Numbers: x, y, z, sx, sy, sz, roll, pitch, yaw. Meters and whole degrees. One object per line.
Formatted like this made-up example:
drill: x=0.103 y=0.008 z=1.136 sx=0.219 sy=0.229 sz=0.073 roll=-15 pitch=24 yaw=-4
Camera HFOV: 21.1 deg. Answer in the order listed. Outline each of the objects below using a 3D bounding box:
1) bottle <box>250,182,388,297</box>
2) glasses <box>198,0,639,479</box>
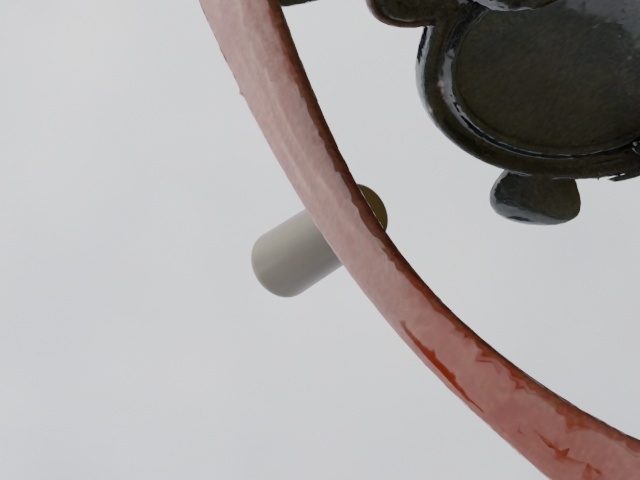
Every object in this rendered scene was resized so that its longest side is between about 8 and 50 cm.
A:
bottle: x=0.000 y=0.000 z=1.064 sx=0.045 sy=0.096 sz=0.045 roll=18 pitch=-122 yaw=-32
glasses: x=0.059 y=0.009 z=0.437 sx=0.234 sy=0.118 sz=0.268 roll=27 pitch=-146 yaw=-40
